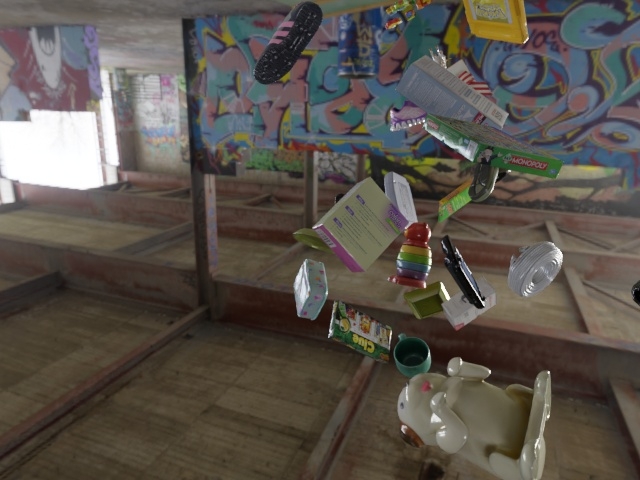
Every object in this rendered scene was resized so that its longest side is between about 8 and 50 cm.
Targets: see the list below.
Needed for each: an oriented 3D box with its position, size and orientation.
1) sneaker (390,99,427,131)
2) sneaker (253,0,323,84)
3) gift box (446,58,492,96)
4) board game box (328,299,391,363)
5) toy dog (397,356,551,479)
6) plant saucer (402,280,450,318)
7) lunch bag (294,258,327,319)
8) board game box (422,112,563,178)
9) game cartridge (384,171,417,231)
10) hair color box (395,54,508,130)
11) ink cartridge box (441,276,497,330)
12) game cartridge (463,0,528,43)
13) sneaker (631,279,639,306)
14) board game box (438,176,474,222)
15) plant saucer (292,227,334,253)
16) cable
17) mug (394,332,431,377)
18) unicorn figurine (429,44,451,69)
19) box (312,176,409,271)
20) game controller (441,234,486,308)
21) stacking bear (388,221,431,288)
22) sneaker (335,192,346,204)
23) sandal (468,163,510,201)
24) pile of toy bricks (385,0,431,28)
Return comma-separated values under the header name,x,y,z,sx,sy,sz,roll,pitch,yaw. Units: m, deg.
name,x,y,z,sx,sy,sz,roll,pitch,yaw
sneaker,0.376,-0.512,1.790,0.236,0.105,0.095,-11,-166,31
sneaker,-0.119,-0.685,1.573,0.112,0.319,0.131,35,-161,-35
gift box,0.624,-0.628,2.050,0.255,0.276,0.258,-35,165,21
board game box,0.142,0.316,1.555,0.259,0.136,0.030,30,145,-27
toy dog,0.423,0.502,1.302,0.408,0.395,0.285,7,-125,32
plant saucer,0.505,0.292,2.104,0.188,0.188,0.045,-23,-145,17
lunch bag,-0.051,0.242,2.244,0.107,0.224,0.279,13,-148,-16
board game box,0.407,-0.241,1.116,0.213,0.046,0.317,7,-155,-13
game cartridge,0.388,-0.177,2.178,0.060,0.294,0.196,-19,161,30
hair color box,0.469,-0.491,1.605,0.374,0.114,0.185,37,-140,5
ink cartridge box,0.644,0.274,1.955,0.218,0.158,0.092,-33,-125,2
game cartridge,0.721,-0.990,1.903,0.052,0.324,0.285,-44,-136,-7
sneaker,1.037,0.197,1.333,0.130,0.087,0.227,-15,-143,-41
board game box,0.617,-0.189,2.008,0.259,0.124,0.039,-37,-122,-11
plant saucer,0.000,0.000,1.940,0.241,0.037,0.241,19,167,4
cable,0.905,0.121,1.903,0.257,0.257,0.089,-21,-140,-19
mug,0.345,0.430,1.681,0.129,0.097,0.158,0,-138,23
unicorn figurine,0.482,-0.727,1.825,0.060,0.111,0.162,-12,-133,30
box,0.137,-0.051,1.540,0.243,0.213,0.117,-46,-171,-16
game controller,0.523,0.117,1.648,0.067,0.319,0.166,-19,-137,26
stacking bear,0.419,0.059,2.024,0.164,0.289,0.175,11,179,-4
sneaker,0.113,-0.097,2.054,0.078,0.234,0.106,-1,-174,18
sandal,0.564,-0.219,1.477,0.086,0.120,0.303,35,-122,-4
pile of toy bricks,0.337,-0.959,1.839,0.212,0.118,0.105,-18,-169,40
